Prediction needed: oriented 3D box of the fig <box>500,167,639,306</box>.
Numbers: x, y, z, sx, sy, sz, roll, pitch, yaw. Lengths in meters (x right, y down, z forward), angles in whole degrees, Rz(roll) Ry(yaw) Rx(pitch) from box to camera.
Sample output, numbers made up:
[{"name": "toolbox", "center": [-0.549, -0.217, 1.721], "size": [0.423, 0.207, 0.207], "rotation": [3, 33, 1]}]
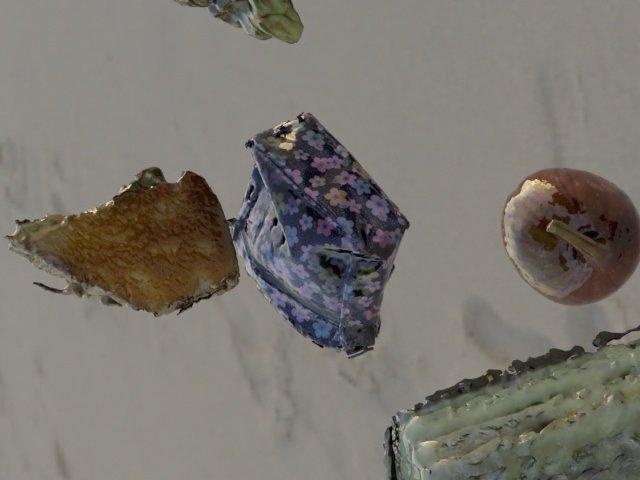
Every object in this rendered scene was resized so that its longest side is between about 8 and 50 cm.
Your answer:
[{"name": "fig", "center": [0.310, 0.003, 1.722], "size": [0.207, 0.175, 0.175], "rotation": [-126, 36, -74]}]

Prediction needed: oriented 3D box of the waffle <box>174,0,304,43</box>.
[{"name": "waffle", "center": [-0.122, -0.252, 1.278], "size": [0.223, 0.054, 0.204], "rotation": [27, 169, 28]}]

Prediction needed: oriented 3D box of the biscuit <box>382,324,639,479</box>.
[{"name": "biscuit", "center": [0.147, 0.089, 0.550], "size": [0.046, 0.250, 0.147], "rotation": [-117, 17, -46]}]

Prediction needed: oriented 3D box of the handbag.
[{"name": "handbag", "center": [0.000, 0.000, 1.569], "size": [0.228, 0.126, 0.208], "rotation": [45, 144, 27]}]

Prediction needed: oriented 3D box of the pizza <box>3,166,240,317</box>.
[{"name": "pizza", "center": [-0.175, 0.015, 1.357], "size": [0.147, 0.226, 0.069], "rotation": [54, 141, 11]}]
